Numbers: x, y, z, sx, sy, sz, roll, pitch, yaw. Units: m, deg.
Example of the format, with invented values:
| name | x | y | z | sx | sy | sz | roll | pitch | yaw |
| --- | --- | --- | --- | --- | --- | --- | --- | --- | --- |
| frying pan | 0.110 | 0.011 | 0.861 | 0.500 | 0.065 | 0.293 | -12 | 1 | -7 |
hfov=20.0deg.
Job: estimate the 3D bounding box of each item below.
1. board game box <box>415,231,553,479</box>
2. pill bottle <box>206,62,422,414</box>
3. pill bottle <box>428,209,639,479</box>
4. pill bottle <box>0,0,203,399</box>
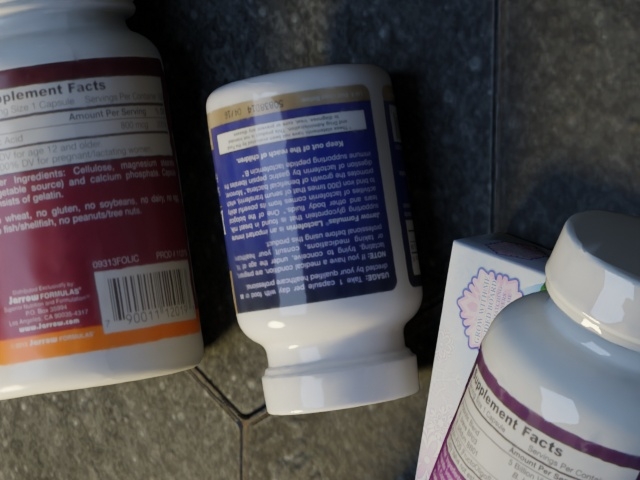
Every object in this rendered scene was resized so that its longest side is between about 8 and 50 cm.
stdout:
| name | x | y | z | sx | sy | sz | roll | pitch | yaw |
| --- | --- | --- | --- | --- | --- | --- | --- | --- | --- |
| board game box | 0.210 | 0.189 | 1.332 | 0.318 | 0.066 | 0.318 | 20 | 109 | 41 |
| pill bottle | 0.000 | 0.000 | 1.453 | 0.153 | 0.153 | 0.264 | -10 | 87 | 44 |
| pill bottle | 0.169 | 0.139 | 1.202 | 0.169 | 0.169 | 0.301 | 36 | 117 | 36 |
| pill bottle | -0.240 | -0.064 | 1.629 | 0.224 | 0.224 | 0.392 | -10 | 87 | 44 |
